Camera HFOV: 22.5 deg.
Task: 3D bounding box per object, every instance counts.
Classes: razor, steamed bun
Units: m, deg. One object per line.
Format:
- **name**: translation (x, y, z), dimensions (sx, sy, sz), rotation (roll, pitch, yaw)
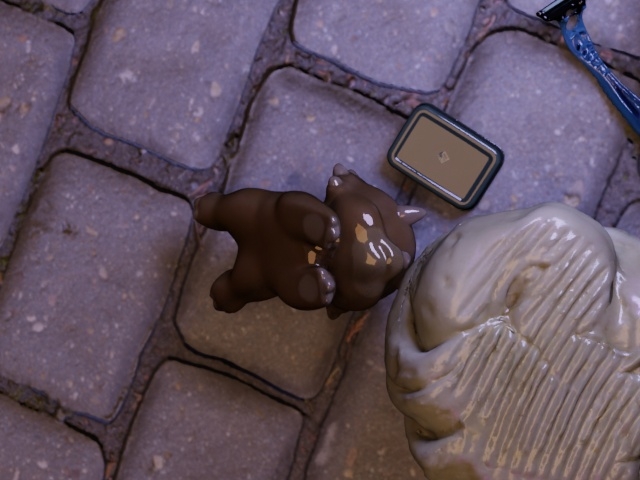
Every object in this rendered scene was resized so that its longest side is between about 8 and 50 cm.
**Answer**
- **razor**: translation (0.345, -0.174, 1.842), dimensions (0.082, 0.042, 0.253), rotation (-37, 89, -29)
- **steamed bun**: translation (0.242, 0.129, 1.786), dimensions (0.352, 0.247, 0.339), rotation (19, 94, -6)

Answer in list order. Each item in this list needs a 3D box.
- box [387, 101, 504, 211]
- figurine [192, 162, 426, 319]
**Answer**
- **box**: translation (0.146, -0.098, 1.892), dimensions (0.126, 0.031, 0.091), rotation (34, 100, 8)
- **figurine**: translation (0.004, 0.004, 1.872), dimensions (0.247, 0.173, 0.177), rotation (-13, 88, 43)
